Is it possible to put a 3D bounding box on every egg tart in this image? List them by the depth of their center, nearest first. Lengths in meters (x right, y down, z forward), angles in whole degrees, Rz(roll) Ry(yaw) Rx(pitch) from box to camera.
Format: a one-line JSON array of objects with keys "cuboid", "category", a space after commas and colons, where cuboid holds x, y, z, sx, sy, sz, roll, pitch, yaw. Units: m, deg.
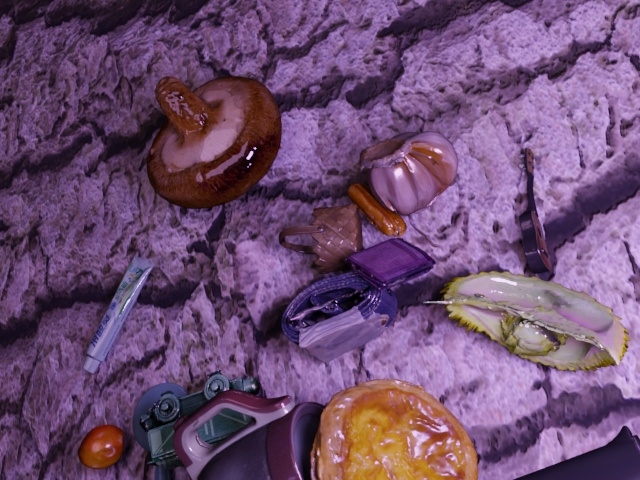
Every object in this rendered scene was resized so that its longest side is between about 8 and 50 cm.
[{"cuboid": [0.122, 0.413, 1.547, 0.129, 0.341, 0.341, -48, 47, 49], "category": "egg tart"}]

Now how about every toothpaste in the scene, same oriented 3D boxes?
[{"cuboid": [-0.487, 0.177, 2.062, 0.074, 0.048, 0.297, 16, 75, 37], "category": "toothpaste"}]

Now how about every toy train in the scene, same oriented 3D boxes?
[{"cuboid": [-0.244, 0.375, 1.808, 0.269, 0.115, 0.154, -20, 66, 7], "category": "toy train"}]

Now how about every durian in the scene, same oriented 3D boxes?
[{"cuboid": [0.385, 0.133, 1.554, 0.355, 0.169, 0.157, 16, 80, 30], "category": "durian"}]

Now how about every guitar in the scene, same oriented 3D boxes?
[{"cuboid": [0.410, -0.064, 1.682, 0.038, 0.084, 0.271, -14, 59, 24], "category": "guitar"}]

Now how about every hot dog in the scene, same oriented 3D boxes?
[{"cuboid": [0.116, -0.067, 1.828, 0.165, 0.071, 0.045, 48, 121, 35], "category": "hot dog"}]

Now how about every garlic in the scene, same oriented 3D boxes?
[{"cuboid": [0.169, -0.113, 1.731, 0.207, 0.207, 0.257, -16, 58, 21], "category": "garlic"}]

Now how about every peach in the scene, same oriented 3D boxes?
[{"cuboid": [-0.487, 0.459, 1.916, 0.100, 0.101, 0.101, -10, 67, 24], "category": "peach"}]

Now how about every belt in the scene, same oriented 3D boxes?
[{"cuboid": [0.035, 0.147, 1.755, 0.230, 0.126, 0.140, -25, 60, 16], "category": "belt"}]

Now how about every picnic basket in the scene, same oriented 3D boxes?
[{"cuboid": [0.000, 0.000, 1.826, 0.178, 0.128, 0.138, -3, 65, 8], "category": "picnic basket"}]

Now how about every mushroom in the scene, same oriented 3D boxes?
[{"cuboid": [-0.241, -0.228, 2.007, 0.345, 0.239, 0.345, -1, 89, 38], "category": "mushroom"}]

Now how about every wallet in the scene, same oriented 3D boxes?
[{"cuboid": [0.141, 0.041, 1.734, 0.111, 0.166, 0.030, 39, 130, 31], "category": "wallet"}]

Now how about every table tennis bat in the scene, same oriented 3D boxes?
[{"cuboid": [-0.346, 0.430, 1.895, 0.149, 0.038, 0.237, -15, 61, 15], "category": "table tennis bat"}]

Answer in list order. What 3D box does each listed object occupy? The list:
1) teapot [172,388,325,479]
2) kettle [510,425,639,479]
[{"cuboid": [-0.128, 0.433, 1.643, 0.312, 0.233, 0.315, -27, 92, 22], "category": "teapot"}, {"cuboid": [0.418, 0.474, 1.374, 0.308, 0.203, 0.262, -27, 34, 13], "category": "kettle"}]
